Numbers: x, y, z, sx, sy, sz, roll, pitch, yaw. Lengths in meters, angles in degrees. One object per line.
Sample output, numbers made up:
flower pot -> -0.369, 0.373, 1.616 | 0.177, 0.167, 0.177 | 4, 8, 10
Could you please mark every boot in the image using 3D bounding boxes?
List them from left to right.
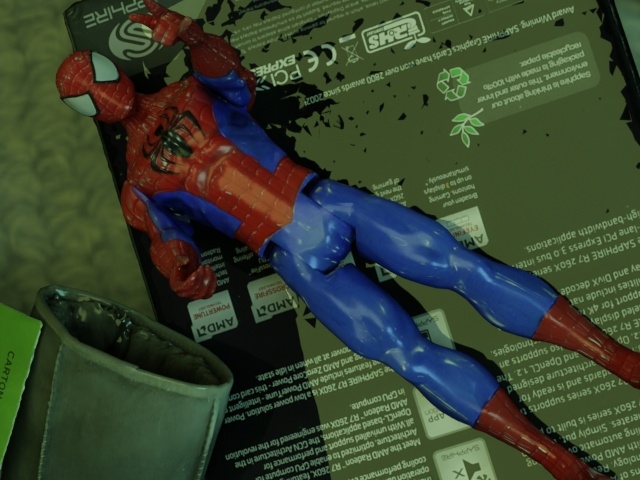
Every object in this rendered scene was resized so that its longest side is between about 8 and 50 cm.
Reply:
boot -> -0.132, 0.120, 0.860 | 0.189, 0.076, 0.209 | 18, 116, 24

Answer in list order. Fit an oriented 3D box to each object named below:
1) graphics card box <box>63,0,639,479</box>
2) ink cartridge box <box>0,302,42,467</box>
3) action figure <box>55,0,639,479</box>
graphics card box -> 0.053, 0.038, 0.856 | 0.232, 0.094, 0.371 | -19, 85, 11
ink cartridge box -> -0.260, 0.076, 0.850 | 0.255, 0.097, 0.189 | 19, 93, 35
action figure -> 0.000, 0.000, 0.757 | 0.280, 0.139, 0.091 | 33, 94, 14
